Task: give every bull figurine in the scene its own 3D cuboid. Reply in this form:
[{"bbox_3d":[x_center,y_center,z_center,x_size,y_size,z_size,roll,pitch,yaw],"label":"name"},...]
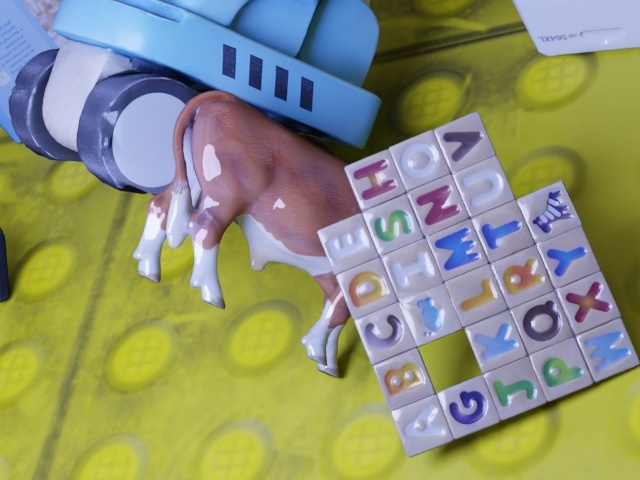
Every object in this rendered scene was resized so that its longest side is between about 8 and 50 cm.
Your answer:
[{"bbox_3d":[0.000,0.000,1.484,0.188,0.310,0.101,-63,11,-8],"label":"bull figurine"}]

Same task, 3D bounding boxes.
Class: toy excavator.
[{"bbox_3d":[-0.013,-0.222,1.639,0.222,0.433,0.445,23,93,58],"label":"toy excavator"}]

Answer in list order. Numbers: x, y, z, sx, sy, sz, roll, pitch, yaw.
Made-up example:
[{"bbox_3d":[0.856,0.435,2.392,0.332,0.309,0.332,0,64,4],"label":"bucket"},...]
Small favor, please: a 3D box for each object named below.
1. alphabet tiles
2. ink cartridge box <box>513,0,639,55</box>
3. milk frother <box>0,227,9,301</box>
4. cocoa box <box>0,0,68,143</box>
[{"bbox_3d":[0.117,0.026,1.410,0.198,0.009,0.237,-23,81,4],"label":"alphabet tiles"},{"bbox_3d":[0.278,-0.279,1.648,0.148,0.086,0.203,-4,50,31],"label":"ink cartridge box"},{"bbox_3d":[-0.395,0.020,1.780,0.129,0.135,0.143,-25,34,-38],"label":"milk frother"},{"bbox_3d":[-0.294,-0.327,1.958,0.347,0.231,0.228,-38,43,-2],"label":"cocoa box"}]
